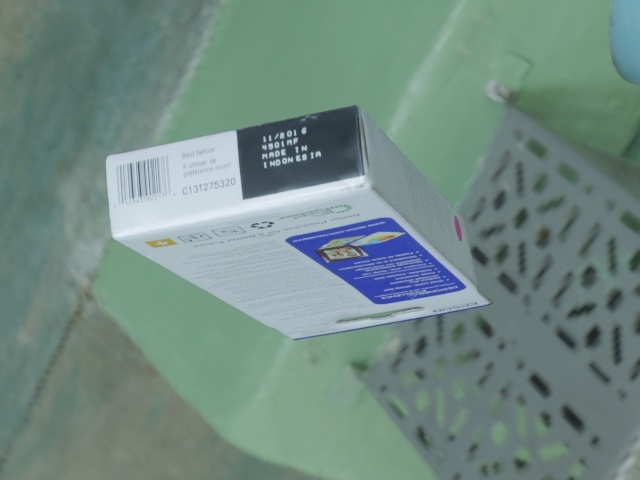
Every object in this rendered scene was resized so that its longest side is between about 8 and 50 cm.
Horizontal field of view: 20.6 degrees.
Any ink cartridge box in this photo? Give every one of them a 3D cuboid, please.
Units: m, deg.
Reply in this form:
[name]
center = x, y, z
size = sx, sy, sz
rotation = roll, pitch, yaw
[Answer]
[ink cartridge box]
center = 0.000, 0.000, 1.267
size = 0.175, 0.069, 0.371
rotation = -11, 161, 15

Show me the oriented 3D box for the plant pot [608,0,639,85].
[plant pot]
center = 0.407, -0.239, 1.517
size = 0.290, 0.195, 0.290
rotation = -42, 146, -37
